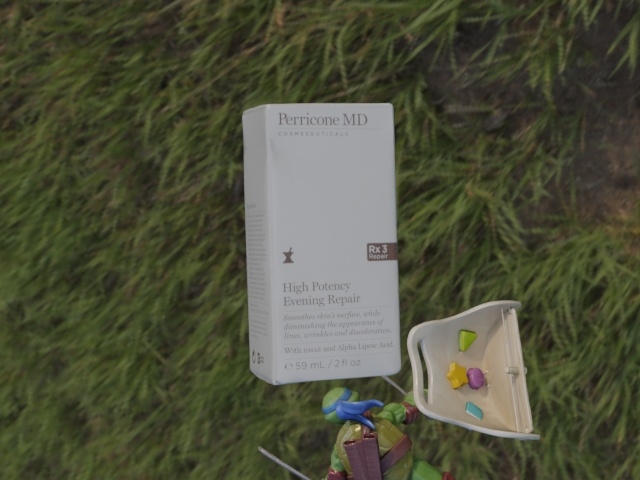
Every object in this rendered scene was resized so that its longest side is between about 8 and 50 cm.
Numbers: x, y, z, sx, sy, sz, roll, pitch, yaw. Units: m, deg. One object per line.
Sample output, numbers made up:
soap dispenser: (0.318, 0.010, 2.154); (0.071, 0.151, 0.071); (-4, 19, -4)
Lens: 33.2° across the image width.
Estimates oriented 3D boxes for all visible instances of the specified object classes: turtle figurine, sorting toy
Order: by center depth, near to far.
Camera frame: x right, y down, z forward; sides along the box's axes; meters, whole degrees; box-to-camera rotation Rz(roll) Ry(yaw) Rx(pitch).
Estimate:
sorting toy: (0.084, 0.078, 0.631); (0.045, 0.075, 0.083); (-28, 61, 50)
turtle figurine: (0.097, 0.306, 1.481); (0.266, 0.198, 0.275); (52, 151, 4)

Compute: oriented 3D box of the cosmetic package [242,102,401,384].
cosmetic package: (0.000, 0.000, 0.915); (0.085, 0.117, 0.231); (-177, 84, -71)
